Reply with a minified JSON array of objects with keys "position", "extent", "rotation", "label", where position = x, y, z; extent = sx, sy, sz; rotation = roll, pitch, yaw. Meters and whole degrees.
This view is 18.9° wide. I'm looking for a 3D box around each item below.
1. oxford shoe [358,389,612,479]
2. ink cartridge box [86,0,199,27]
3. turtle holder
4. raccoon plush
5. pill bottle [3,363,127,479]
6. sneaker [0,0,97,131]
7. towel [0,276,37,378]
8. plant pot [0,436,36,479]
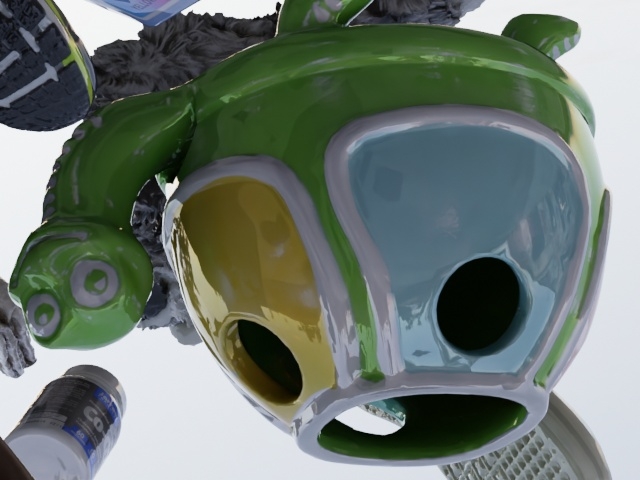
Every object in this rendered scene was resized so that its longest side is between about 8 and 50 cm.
[{"position":[0.139,0.123,1.659],"extent":[0.130,0.169,0.449],"rotation":[-12,-161,-20],"label":"oxford shoe"},{"position":[-0.181,-0.281,0.714],"extent":[0.395,0.270,0.151],"rotation":[21,160,-25],"label":"ink cartridge box"},{"position":[0.018,-0.006,1.064],"extent":[0.243,0.227,0.320],"rotation":[-27,148,35],"label":"turtle holder"},{"position":[-0.034,-0.064,1.733],"extent":[0.446,0.216,0.299],"rotation":[-19,156,-8],"label":"raccoon plush"},{"position":[-0.205,0.156,1.556],"extent":[0.078,0.078,0.137],"rotation":[-8,-161,14],"label":"pill bottle"},{"position":[-0.250,-0.211,1.350],"extent":[0.111,0.300,0.121],"rotation":[-27,-165,29],"label":"sneaker"},{"position":[-0.329,-0.009,1.506],"extent":[0.049,0.282,0.187],"rotation":[-45,174,-15],"label":"towel"},{"position":[-0.195,0.041,0.576],"extent":[0.110,0.237,0.237],"rotation":[-43,-155,-7],"label":"plant pot"}]
